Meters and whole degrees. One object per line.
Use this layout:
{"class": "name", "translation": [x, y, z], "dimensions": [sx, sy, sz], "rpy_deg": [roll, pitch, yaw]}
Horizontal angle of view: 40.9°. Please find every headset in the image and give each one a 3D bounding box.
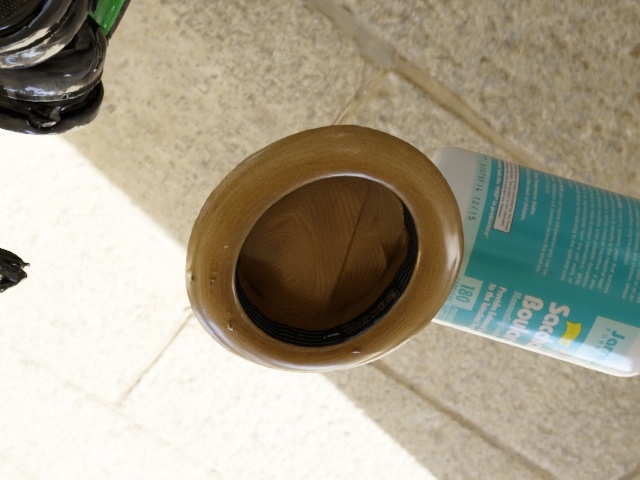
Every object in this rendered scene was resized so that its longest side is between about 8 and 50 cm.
{"class": "headset", "translation": [-0.216, -0.156, 0.668], "dimensions": [0.185, 0.394, 0.243], "rpy_deg": [26, 158, 3]}

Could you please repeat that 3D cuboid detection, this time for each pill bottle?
{"class": "pill bottle", "translation": [0.202, 0.024, 0.706], "dimensions": [0.264, 0.146, 0.146], "rpy_deg": [16, 129, 3]}

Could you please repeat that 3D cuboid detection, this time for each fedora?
{"class": "fedora", "translation": [0.000, 0.000, 0.581], "dimensions": [0.194, 0.079, 0.194], "rpy_deg": [-4, 123, -6]}
